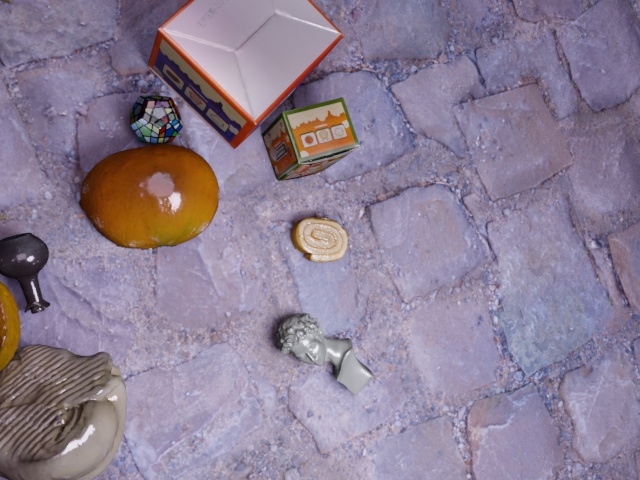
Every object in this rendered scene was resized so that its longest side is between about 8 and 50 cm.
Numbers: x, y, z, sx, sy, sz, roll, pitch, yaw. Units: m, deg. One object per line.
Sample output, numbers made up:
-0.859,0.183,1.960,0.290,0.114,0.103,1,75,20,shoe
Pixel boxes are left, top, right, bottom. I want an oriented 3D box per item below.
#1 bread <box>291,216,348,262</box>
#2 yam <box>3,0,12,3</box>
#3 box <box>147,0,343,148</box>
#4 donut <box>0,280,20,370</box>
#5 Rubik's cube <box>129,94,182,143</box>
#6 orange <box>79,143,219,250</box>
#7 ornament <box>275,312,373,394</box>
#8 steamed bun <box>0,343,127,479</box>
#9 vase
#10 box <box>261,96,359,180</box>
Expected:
0.000,0.000,1.903,0.149,0.073,0.122,4,82,-19,bread
-0.815,-0.607,1.723,0.145,0.032,0.032,16,77,-16,yam
-0.193,-0.475,1.810,0.318,0.257,0.348,43,71,-8,box
-0.766,0.183,1.536,0.278,0.108,0.277,-2,81,10,donut
-0.408,-0.300,1.781,0.133,0.133,0.112,-39,71,-21,Rubik's cube
-0.400,-0.114,1.769,0.310,0.274,0.274,2,80,-51,orange
0.015,0.283,1.847,0.285,0.130,0.120,32,89,-21,ornament
-0.572,0.399,1.538,0.324,0.219,0.309,-1,41,14,steamed bun
-0.668,0.078,1.635,0.120,0.120,0.183,-16,102,-21,vase
-0.028,-0.257,1.867,0.177,0.195,0.148,-19,89,-22,box
